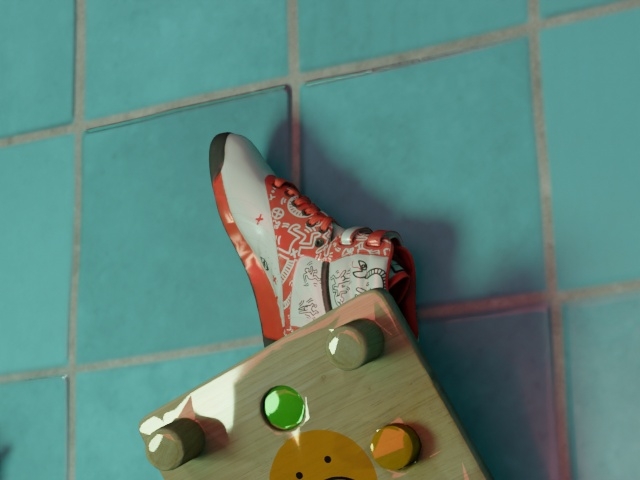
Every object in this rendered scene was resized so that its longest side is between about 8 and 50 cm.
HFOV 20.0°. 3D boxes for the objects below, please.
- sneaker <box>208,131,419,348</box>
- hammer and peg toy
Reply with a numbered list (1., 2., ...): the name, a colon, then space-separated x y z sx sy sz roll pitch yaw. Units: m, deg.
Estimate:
1. sneaker: 0.001 0.001 1.632 0.145 0.090 0.270 -26 68 19
2. hammer and peg toy: -0.034 0.235 1.523 0.361 0.127 0.266 -31 85 17
